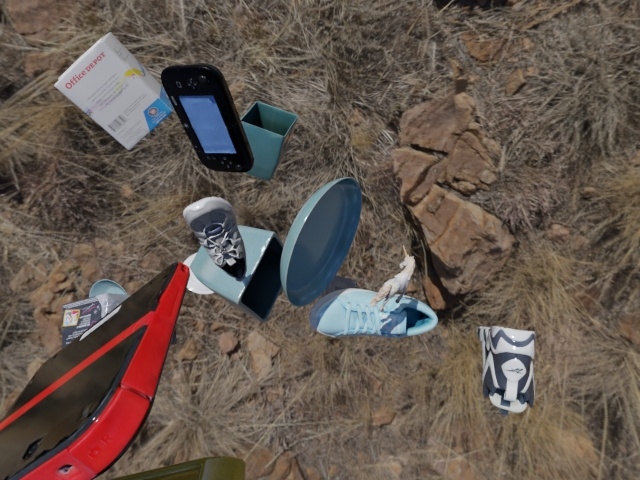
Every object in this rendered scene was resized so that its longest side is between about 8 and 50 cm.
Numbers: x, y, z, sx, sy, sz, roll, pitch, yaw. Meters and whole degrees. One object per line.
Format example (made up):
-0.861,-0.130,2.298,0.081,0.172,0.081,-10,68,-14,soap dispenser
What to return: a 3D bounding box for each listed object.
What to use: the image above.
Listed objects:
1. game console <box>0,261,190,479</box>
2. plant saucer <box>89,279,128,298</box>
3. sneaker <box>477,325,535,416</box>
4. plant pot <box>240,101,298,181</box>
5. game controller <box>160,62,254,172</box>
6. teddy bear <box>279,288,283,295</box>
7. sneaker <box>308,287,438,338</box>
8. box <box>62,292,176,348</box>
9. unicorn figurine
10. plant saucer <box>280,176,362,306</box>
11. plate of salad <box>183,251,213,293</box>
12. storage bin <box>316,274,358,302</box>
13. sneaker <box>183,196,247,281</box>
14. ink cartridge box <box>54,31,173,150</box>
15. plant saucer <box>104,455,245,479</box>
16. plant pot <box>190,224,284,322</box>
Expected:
-0.360,0.227,0.642,0.386,0.342,0.060,-35,114,15,game console
-0.707,0.222,1.493,0.195,0.037,0.195,5,104,20,plant saucer
0.344,0.245,0.821,0.094,0.235,0.153,9,79,9,sneaker
-0.205,-0.351,1.611,0.165,0.165,0.234,20,133,1,plant pot
-0.284,-0.304,1.125,0.166,0.067,0.319,-2,139,13,game controller
-0.295,0.117,1.720,0.338,0.245,0.113,41,128,2,teddy bear
0.155,0.201,1.173,0.365,0.150,0.135,-2,93,-25,sneaker
-0.539,0.234,1.190,0.163,0.247,0.142,-14,75,20,box
0.174,0.099,1.000,0.060,0.162,0.111,29,121,11,unicorn figurine
0.000,0.000,0.998,0.043,0.317,0.318,25,109,23,plant saucer
-0.467,0.133,1.778,0.199,0.200,0.048,16,145,-3,plate of salad
0.055,0.218,1.483,0.122,0.180,0.084,16,142,-13,storage bin
-0.225,0.001,1.026,0.105,0.115,0.281,-27,150,-3,sneaker
-0.550,-0.408,1.188,0.171,0.168,0.233,-37,125,8,ink cartridge box
-0.302,0.495,0.699,0.332,0.333,0.081,-13,111,0,plant saucer
-0.275,0.092,1.446,0.252,0.248,0.247,18,71,21,plant pot
